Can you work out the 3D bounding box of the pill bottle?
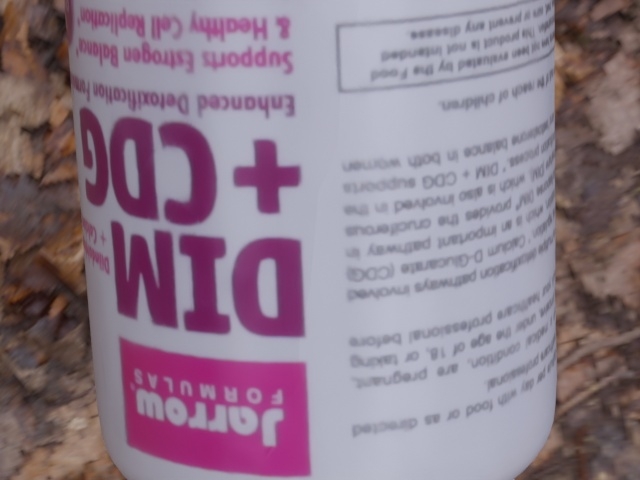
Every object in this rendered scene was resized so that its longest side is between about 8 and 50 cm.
[{"bbox_3d":[0.000,0.000,0.594,0.160,0.160,0.283,-8,105,-17],"label":"pill bottle"}]
